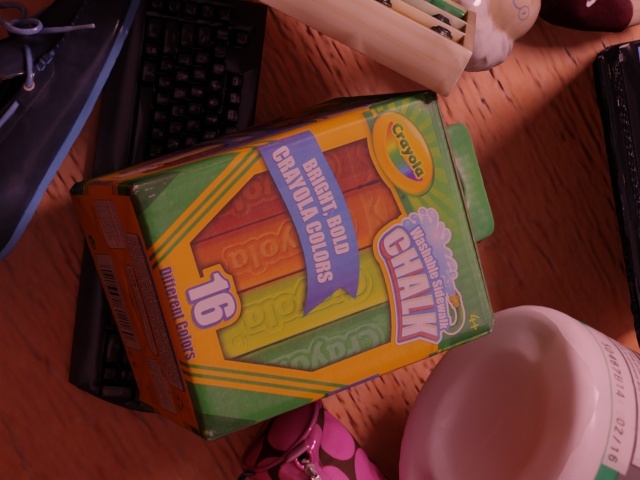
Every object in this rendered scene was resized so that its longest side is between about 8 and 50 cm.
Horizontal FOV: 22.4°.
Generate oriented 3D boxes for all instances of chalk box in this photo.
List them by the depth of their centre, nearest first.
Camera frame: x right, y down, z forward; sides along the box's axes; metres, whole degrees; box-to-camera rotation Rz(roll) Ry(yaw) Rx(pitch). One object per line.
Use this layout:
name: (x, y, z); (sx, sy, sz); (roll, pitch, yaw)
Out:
chalk box: (0.000, 0.000, 1.142); (0.288, 0.179, 0.180); (-20, 100, -19)

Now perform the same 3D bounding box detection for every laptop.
laptop: (0.316, -0.055, 1.321); (0.136, 0.264, 0.234); (-9, 97, 16)

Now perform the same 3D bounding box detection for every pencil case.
pencil case: (0.031, 0.215, 1.242); (0.209, 0.098, 0.095); (45, 77, -18)

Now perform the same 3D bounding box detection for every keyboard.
keyboard: (-0.075, -0.024, 1.224); (0.201, 0.033, 0.317); (7, 91, -22)

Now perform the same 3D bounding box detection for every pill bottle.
pill bottle: (0.255, 0.206, 1.259); (0.361, 0.204, 0.204); (27, 83, -31)

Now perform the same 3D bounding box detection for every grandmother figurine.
grandmother figurine: (0.214, -0.256, 1.294); (0.342, 0.104, 0.208); (-40, 97, -18)

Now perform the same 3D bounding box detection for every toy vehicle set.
toy vehicle set: (-0.016, -0.192, 1.129); (0.266, 0.166, 0.035); (27, 108, -3)

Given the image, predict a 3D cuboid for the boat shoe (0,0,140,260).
boat shoe: (-0.204, -0.110, 1.129); (0.089, 0.109, 0.258); (28, 80, -17)
